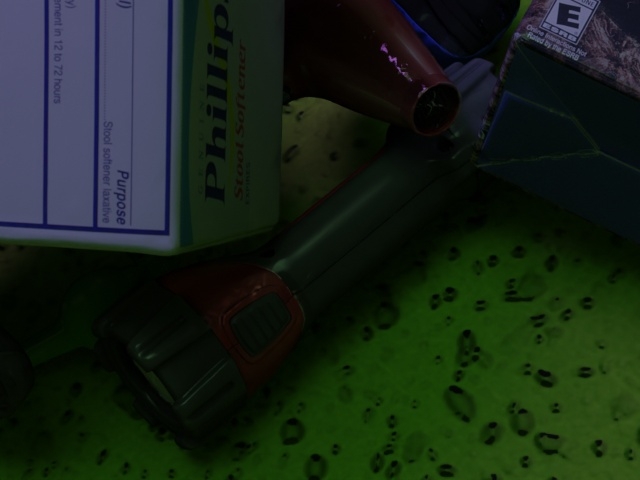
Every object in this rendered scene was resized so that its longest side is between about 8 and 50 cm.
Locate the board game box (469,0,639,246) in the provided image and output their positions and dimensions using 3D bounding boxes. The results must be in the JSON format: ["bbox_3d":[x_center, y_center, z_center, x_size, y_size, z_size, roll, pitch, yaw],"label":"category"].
[{"bbox_3d":[0.262,-0.137,1.134,0.232,0.141,0.291,26,62,7],"label":"board game box"}]

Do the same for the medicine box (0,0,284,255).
[{"bbox_3d":[-0.178,-0.134,1.090,0.289,0.149,0.263,3,96,19],"label":"medicine box"}]

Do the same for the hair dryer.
[{"bbox_3d":[-0.038,-0.086,1.199,0.293,0.080,0.223,-6,59,32],"label":"hair dryer"}]

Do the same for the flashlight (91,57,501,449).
[{"bbox_3d":[0.000,0.000,1.177,0.304,0.103,0.103,-40,68,-21],"label":"flashlight"}]

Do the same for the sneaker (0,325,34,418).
[{"bbox_3d":[-0.253,0.031,1.191,0.108,0.100,0.271,-34,36,-24],"label":"sneaker"}]

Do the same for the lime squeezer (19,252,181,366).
[{"bbox_3d":[-0.137,0.015,1.237,0.110,0.059,0.310,-2,47,53],"label":"lime squeezer"}]

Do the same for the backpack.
[{"bbox_3d":[0.073,-0.171,1.286,0.120,0.101,0.098,42,70,1],"label":"backpack"}]
